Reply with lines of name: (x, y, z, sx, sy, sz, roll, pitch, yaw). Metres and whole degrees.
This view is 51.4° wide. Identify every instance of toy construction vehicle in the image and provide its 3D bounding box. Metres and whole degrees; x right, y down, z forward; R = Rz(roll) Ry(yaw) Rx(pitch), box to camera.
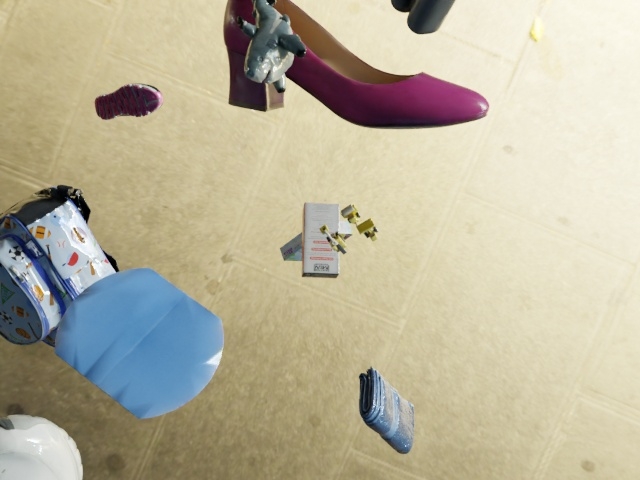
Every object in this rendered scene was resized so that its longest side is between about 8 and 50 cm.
toy construction vehicle: (0.052, -0.013, 1.150, 0.086, 0.098, 0.035, -30, 49, 8)

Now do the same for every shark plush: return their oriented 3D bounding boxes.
shark plush: (-0.066, -0.253, 0.785, 0.067, 0.073, 0.161, 2, 71, -27)

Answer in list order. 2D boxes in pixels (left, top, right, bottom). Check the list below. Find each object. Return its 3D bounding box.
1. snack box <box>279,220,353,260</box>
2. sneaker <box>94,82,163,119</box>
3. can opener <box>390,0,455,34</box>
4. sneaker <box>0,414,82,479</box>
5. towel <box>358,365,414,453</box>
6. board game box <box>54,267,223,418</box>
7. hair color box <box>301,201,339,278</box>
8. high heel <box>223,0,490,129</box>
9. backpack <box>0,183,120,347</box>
snack box: (-0.009, 0.002, 1.505, 0.141, 0.100, 0.037, -34, 64, 36)
sneaker: (-0.350, -0.267, 1.258, 0.170, 0.075, 0.063, -2, 113, 36)
can opener: (0.162, -0.331, 0.661, 0.093, 0.280, 0.074, -11, 60, -34)
sneaker: (-0.266, 0.283, 0.561, 0.111, 0.129, 0.297, 7, 111, -22)
towel: (0.081, 0.207, 0.799, 0.029, 0.067, 0.119, -15, 138, 23)
board game box: (-0.186, 0.108, 0.702, 0.169, 0.033, 0.133, 34, 58, 11)
hair color box: (0.000, 0.000, 1.286, 0.072, 0.043, 0.141, 3, 73, -7)
high heel: (0.040, -0.251, 0.878, 0.377, 0.127, 0.181, 9, 111, 14)
backpack: (-0.474, 0.066, 1.161, 0.263, 0.276, 0.213, 53, 51, -20)
